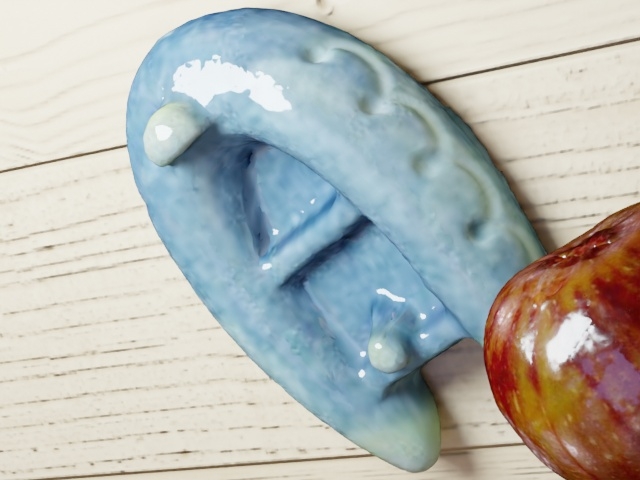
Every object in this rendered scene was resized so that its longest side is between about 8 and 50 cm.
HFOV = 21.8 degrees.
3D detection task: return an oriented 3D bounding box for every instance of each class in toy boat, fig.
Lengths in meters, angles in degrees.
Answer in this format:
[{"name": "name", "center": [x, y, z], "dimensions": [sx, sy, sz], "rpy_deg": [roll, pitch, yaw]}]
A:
[{"name": "toy boat", "center": [0.000, 0.000, 1.051], "dimensions": [0.215, 0.123, 0.330], "rpy_deg": [-36, 91, 36]}, {"name": "fig", "center": [0.194, 0.088, 0.946], "dimensions": [0.175, 0.175, 0.207], "rpy_deg": [-17, 106, 33]}]
